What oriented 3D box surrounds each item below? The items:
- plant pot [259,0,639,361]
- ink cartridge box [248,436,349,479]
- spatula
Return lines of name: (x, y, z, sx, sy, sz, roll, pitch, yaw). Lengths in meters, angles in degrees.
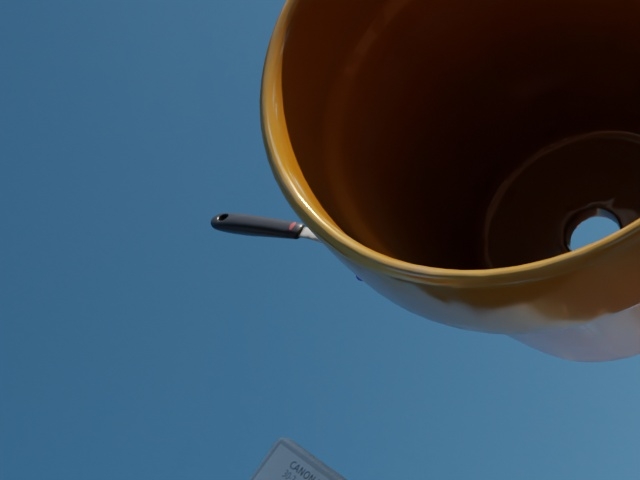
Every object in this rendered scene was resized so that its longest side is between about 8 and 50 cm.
plant pot: (0.105, -0.038, 0.531, 0.205, 0.205, 0.188, -55, -35, -8)
ink cartridge box: (0.122, 0.213, 0.468, 0.066, 0.296, 0.261, -53, -49, -9)
spatula: (0.000, 0.000, 1.431, 0.084, 0.296, 0.030, -55, -31, -42)
